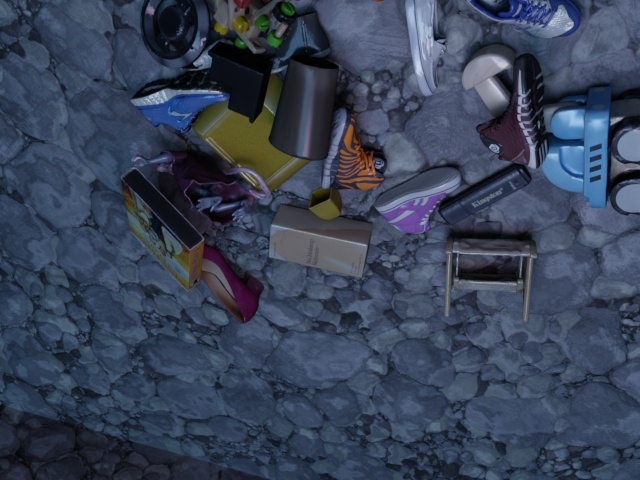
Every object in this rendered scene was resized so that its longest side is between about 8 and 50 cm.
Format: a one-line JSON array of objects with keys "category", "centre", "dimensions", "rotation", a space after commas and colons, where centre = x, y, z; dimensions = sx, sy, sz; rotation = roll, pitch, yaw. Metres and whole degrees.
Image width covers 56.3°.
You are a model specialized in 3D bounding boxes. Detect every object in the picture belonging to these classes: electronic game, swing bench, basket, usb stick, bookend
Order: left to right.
[{"category": "electronic game", "centre": [-0.389, -0.578, 1.593], "dimensions": [0.229, 0.048, 0.229], "rotation": [6, 104, 25]}, {"category": "bookend", "centre": [-0.223, -0.418, 1.591], "dimensions": [0.156, 0.072, 0.157], "rotation": [23, 133, 3]}, {"category": "basket", "centre": [-0.038, -0.351, 1.550], "dimensions": [0.154, 0.204, 0.227], "rotation": [-2, 120, -27]}, {"category": "usb stick", "centre": [0.471, -0.131, 1.730], "dimensions": [0.278, 0.045, 0.077], "rotation": [-31, 112, 32]}, {"category": "swing bench", "centre": [0.510, 0.095, 1.819], "dimensions": [0.253, 0.165, 0.255], "rotation": [4, 121, 14]}]

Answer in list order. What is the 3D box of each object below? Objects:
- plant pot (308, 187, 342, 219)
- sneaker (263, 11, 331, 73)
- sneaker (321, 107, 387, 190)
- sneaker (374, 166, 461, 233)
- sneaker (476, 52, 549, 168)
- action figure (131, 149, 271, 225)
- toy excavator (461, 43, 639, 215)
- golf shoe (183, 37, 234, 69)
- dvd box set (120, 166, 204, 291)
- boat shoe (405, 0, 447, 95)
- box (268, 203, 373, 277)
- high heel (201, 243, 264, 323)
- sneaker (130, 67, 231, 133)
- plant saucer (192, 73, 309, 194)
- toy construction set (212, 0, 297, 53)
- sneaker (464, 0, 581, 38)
[{"category": "plant pot", "centre": [0.023, -0.112, 1.853], "dimensions": [0.081, 0.081, 0.083], "rotation": [-22, 128, 28]}, {"category": "sneaker", "centre": [-0.092, -0.522, 1.583], "dimensions": [0.222, 0.083, 0.118], "rotation": [-15, 117, 13]}, {"category": "sneaker", "centre": [0.106, -0.251, 1.678], "dimensions": [0.180, 0.124, 0.321], "rotation": [5, 154, -4]}, {"category": "sneaker", "centre": [0.316, -0.109, 1.765], "dimensions": [0.282, 0.102, 0.161], "rotation": [-21, 122, 40]}, {"category": "sneaker", "centre": [0.439, -0.299, 1.420], "dimensions": [0.162, 0.106, 0.281], "rotation": [11, 131, 40]}, {"category": "action figure", "centre": [-0.374, -0.200, 1.799], "dimensions": [0.370, 0.276, 0.248], "rotation": [40, 163, 42]}, {"category": "toy excavator", "centre": [0.599, -0.281, 1.497], "dimensions": [0.445, 0.222, 0.433], "rotation": [1, 125, 26]}, {"category": "golf shoe", "centre": [-0.305, -0.494, 1.627], "dimensions": [0.176, 0.086, 0.069], "rotation": [-6, 122, 39]}, {"category": "dvd box set", "centre": [-0.497, -0.018, 1.895], "dimensions": [0.307, 0.062, 0.420], "rotation": [46, 156, 6]}, {"category": "boat shoe", "centre": [0.273, -0.486, 1.489], "dimensions": [0.084, 0.095, 0.258], "rotation": [-3, 126, 23]}, {"category": "box", "centre": [0.000, 0.000, 1.912], "dimensions": [0.311, 0.121, 0.148], "rotation": [11, 129, 7]}, {"category": "high heel", "centre": [-0.378, 0.138, 2.083], "dimensions": [0.377, 0.181, 0.127], "rotation": [27, 129, -5]}, {"category": "sneaker", "centre": [-0.381, -0.400, 1.735], "dimensions": [0.330, 0.130, 0.147], "rotation": [-3, 133, 28]}, {"category": "plant saucer", "centre": [-0.185, -0.306, 1.764], "dimensions": [0.333, 0.081, 0.333], "rotation": [44, 126, -17]}, {"category": "toy construction set", "centre": [-0.217, -0.584, 1.470], "dimensions": [0.309, 0.257, 0.237], "rotation": [35, 137, -12]}, {"category": "sneaker", "centre": [0.459, -0.530, 1.382], "dimensions": [0.296, 0.131, 0.112], "rotation": [18, 127, 0]}]
